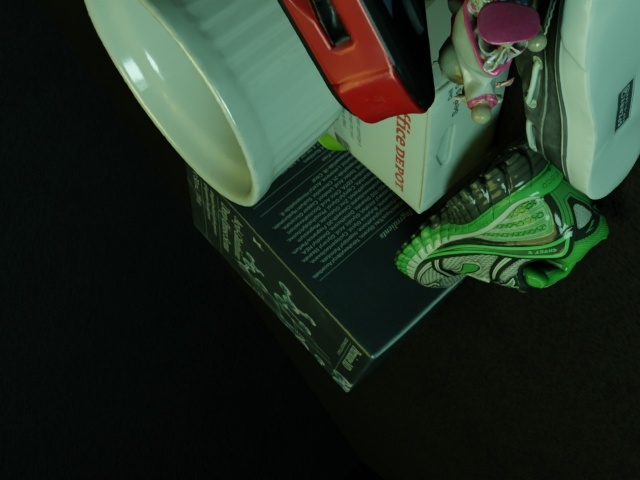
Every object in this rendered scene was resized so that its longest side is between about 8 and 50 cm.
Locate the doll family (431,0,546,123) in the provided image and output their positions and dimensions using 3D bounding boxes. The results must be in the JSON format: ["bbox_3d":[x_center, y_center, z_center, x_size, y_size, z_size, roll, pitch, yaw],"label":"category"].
[{"bbox_3d":[0.109,-0.214,0.553,0.163,0.118,0.263,85,167,-88],"label":"doll family"}]

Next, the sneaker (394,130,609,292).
[{"bbox_3d":[0.189,0.008,0.958,0.146,0.134,0.343,49,164,3],"label":"sneaker"}]

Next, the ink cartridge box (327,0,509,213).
[{"bbox_3d":[0.048,-0.196,0.892,0.289,0.121,0.211,44,163,22],"label":"ink cartridge box"}]

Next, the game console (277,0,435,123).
[{"bbox_3d":[-0.015,-0.300,0.580,0.387,0.060,0.342,57,-152,-34],"label":"game console"}]

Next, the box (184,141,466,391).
[{"bbox_3d":[0.000,0.000,1.314,0.395,0.212,0.293,46,163,11],"label":"box"}]

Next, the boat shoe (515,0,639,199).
[{"bbox_3d":[0.195,-0.149,0.652,0.102,0.108,0.301,39,168,30],"label":"boat shoe"}]

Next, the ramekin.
[{"bbox_3d":[-0.101,-0.184,0.856,0.277,0.135,0.277,46,164,17],"label":"ramekin"}]

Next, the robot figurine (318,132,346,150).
[{"bbox_3d":[0.032,-0.153,1.140,0.101,0.067,0.115,43,168,-18],"label":"robot figurine"}]
